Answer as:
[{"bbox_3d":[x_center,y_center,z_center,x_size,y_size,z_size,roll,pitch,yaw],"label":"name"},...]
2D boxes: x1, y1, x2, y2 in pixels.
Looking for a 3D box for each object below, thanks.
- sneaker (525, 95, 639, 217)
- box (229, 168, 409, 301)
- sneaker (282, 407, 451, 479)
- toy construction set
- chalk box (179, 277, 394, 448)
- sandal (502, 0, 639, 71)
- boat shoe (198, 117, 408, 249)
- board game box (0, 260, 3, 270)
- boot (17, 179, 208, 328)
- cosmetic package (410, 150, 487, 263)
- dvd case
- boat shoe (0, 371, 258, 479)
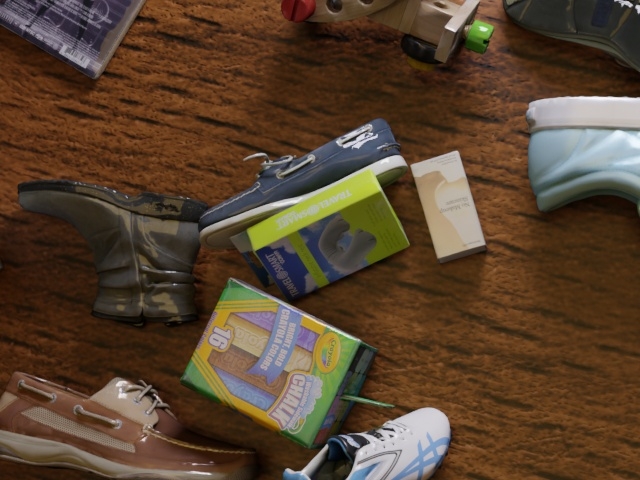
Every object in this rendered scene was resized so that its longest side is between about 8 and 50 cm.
[{"bbox_3d":[0.406,-0.076,1.504,0.366,0.135,0.150,3,90,20],"label":"sneaker"},{"bbox_3d":[0.000,0.000,1.569,0.178,0.109,0.042,-26,47,6],"label":"box"},{"bbox_3d":[0.055,0.232,1.479,0.085,0.237,0.086,14,121,44],"label":"sneaker"},{"bbox_3d":[0.098,-0.314,1.515,0.237,0.309,0.257,31,96,9],"label":"toy construction set"},{"bbox_3d":[-0.023,0.150,1.540,0.213,0.132,0.132,26,87,14],"label":"chalk box"},{"bbox_3d":[0.350,-0.250,1.560,0.303,0.086,0.120,28,93,28],"label":"sandal"},{"bbox_3d":[-0.028,-0.066,1.590,0.254,0.095,0.079,-24,74,2],"label":"boat shoe"},{"bbox_3d":[-0.513,-0.090,1.623,0.097,0.224,0.303,-26,77,8],"label":"board game box"},{"bbox_3d":[-0.255,0.017,1.634,0.246,0.083,0.161,9,89,13],"label":"boot"},{"bbox_3d":[0.146,-0.038,1.582,0.060,0.041,0.115,-18,79,7],"label":"cosmetic package"},{"bbox_3d":[-0.286,-0.330,1.720,0.164,0.018,0.221,31,89,15],"label":"dvd case"},{"bbox_3d":[-0.227,0.213,1.577,0.324,0.123,0.116,8,81,10],"label":"boat shoe"}]
